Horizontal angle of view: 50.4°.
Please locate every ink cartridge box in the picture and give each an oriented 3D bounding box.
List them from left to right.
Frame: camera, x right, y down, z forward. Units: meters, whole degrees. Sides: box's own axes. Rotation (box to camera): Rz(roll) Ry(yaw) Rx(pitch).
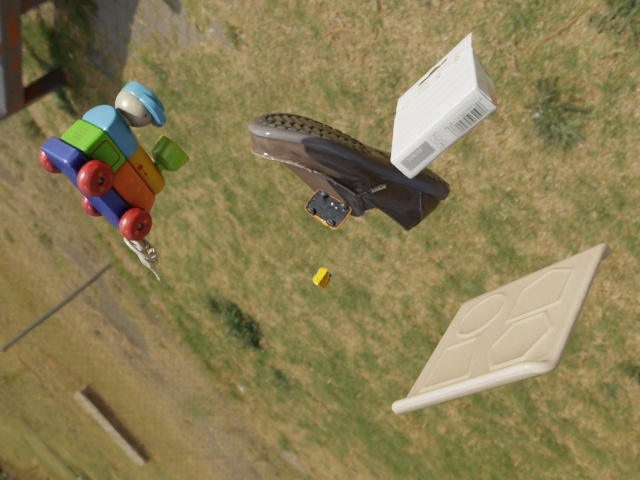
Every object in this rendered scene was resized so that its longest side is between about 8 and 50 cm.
[{"bbox_3d":[0.158,-0.178,0.887,0.045,0.179,0.145,39,124,-16],"label":"ink cartridge box"}]

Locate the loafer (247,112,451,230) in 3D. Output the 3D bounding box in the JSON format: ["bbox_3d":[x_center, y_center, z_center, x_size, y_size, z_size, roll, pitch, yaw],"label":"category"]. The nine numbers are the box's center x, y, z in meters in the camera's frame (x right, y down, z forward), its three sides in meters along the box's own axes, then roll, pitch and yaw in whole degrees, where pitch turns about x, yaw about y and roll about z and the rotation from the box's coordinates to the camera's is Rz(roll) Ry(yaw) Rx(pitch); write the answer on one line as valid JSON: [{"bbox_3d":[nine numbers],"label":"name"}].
[{"bbox_3d":[0.043,-0.096,1.103,0.365,0.130,0.134,19,-162,-22],"label":"loafer"}]

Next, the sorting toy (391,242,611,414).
[{"bbox_3d":[0.184,0.094,0.677,0.038,0.208,0.193,52,138,-4],"label":"sorting toy"}]

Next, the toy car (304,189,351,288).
[{"bbox_3d":[0.000,0.000,0.850,0.060,0.122,0.040,14,163,20],"label":"toy car"}]

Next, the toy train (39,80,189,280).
[{"bbox_3d":[-0.221,-0.070,0.860,0.105,0.143,0.248,27,159,35],"label":"toy train"}]
